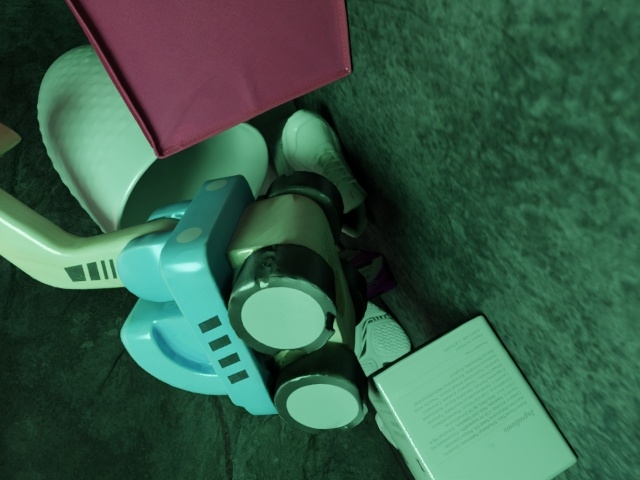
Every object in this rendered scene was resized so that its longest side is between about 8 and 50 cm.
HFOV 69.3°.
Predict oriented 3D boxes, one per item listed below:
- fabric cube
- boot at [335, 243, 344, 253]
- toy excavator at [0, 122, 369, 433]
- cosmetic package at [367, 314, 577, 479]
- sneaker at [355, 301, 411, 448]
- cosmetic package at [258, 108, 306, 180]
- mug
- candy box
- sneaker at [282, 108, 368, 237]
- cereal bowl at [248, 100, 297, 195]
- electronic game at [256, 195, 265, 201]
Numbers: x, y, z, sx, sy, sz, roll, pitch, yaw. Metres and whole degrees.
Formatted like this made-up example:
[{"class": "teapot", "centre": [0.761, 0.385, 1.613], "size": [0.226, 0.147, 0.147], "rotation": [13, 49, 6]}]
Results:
[{"class": "fabric cube", "centre": [-0.148, -0.298, 0.507], "size": [0.258, 0.259, 0.254], "rotation": [56, 168, 34]}, {"class": "boot", "centre": [0.000, 0.000, 1.167], "size": [0.207, 0.090, 0.248], "rotation": [-108, -7, -70]}, {"class": "toy excavator", "centre": [-0.193, 0.039, 0.551], "size": [0.222, 0.446, 0.432], "rotation": [-84, -20, -55]}, {"class": "cosmetic package", "centre": [0.165, 0.215, 0.569], "size": [0.183, 0.152, 0.151], "rotation": [60, 170, 16]}, {"class": "sneaker", "centre": [0.144, 0.304, 0.971], "size": [0.365, 0.138, 0.210], "rotation": [56, 166, 19]}, {"class": "cosmetic package", "centre": [-0.035, -0.122, 0.888], "size": [0.060, 0.099, 0.239], "rotation": [52, 167, 38]}, {"class": "mug", "centre": [-0.262, -0.201, 0.765], "size": [0.328, 0.374, 0.276], "rotation": [42, 180, 21]}, {"class": "candy box", "centre": [0.030, 0.082, 0.912], "size": [0.071, 0.159, 0.233], "rotation": [65, 170, -6]}, {"class": "sneaker", "centre": [0.024, -0.098, 0.719], "size": [0.115, 0.090, 0.232], "rotation": [41, 167, 49]}, {"class": "cereal bowl", "centre": [-0.198, -0.238, 0.963], "size": [0.339, 0.141, 0.338], "rotation": [33, 141, 32]}, {"class": "electronic game", "centre": [-0.208, -0.109, 1.123], "size": [0.229, 0.048, 0.229], "rotation": [31, -161, -12]}]
